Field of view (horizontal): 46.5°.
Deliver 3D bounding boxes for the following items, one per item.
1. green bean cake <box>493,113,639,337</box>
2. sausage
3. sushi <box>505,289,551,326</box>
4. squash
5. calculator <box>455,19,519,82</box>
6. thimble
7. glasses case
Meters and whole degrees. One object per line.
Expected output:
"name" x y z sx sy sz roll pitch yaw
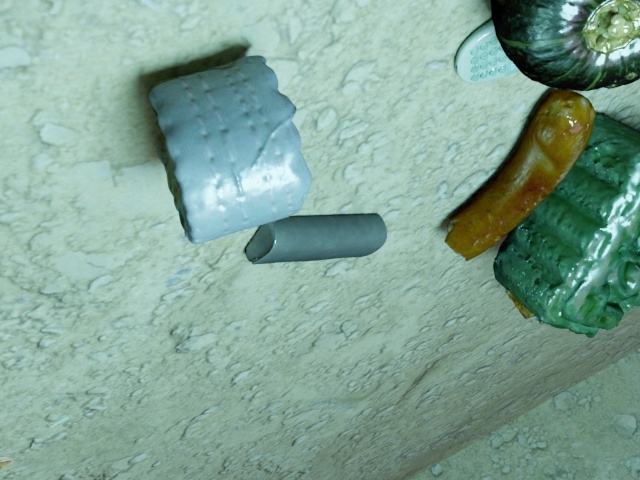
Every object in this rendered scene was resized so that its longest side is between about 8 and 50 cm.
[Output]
"green bean cake" 0.459 -0.002 1.120 0.308 0.169 0.300 12 115 -32
"sausage" 0.280 -0.086 1.037 0.103 0.076 0.302 -6 144 -36
"sushi" 0.464 0.046 1.336 0.274 0.139 0.184 -28 153 0
"squash" 0.260 -0.231 0.705 0.193 0.155 0.193 14 141 11
"calculator" 0.220 -0.223 0.826 0.153 0.021 0.095 -26 151 -2
"thimble" -0.082 -0.080 0.666 0.118 0.151 0.127 -17 158 -12
"glasses case" -0.001 0.000 0.981 0.191 0.042 0.072 -3 150 -37
